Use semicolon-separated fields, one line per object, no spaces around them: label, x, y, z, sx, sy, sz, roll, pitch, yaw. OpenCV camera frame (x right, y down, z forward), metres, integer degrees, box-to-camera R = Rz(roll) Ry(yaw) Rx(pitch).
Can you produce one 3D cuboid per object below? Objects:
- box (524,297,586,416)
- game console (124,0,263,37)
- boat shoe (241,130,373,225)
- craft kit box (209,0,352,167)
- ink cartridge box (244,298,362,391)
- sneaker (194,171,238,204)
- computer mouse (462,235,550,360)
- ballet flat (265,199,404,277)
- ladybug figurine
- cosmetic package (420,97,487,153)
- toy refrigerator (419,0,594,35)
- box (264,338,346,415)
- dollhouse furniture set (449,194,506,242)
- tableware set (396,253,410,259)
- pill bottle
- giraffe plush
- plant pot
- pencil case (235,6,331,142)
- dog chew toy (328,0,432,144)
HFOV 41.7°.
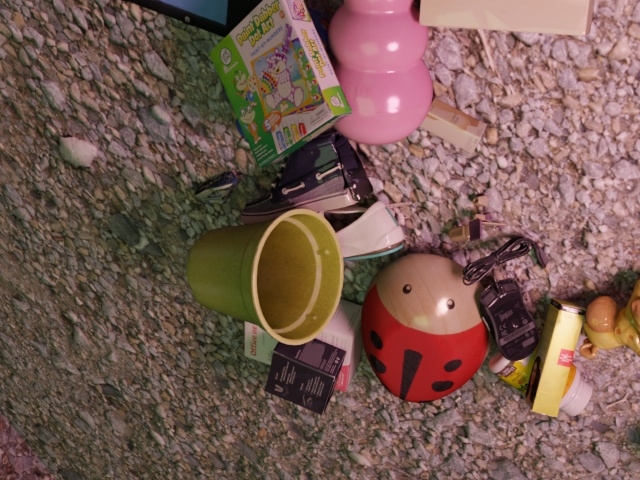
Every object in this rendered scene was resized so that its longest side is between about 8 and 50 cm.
box;0.487;0.242;1.752;0.058;0.087;0.232;14;95;0
game console;-0.238;-0.555;1.580;0.386;0.060;0.342;23;133;10
boat shoe;-0.052;-0.135;1.803;0.340;0.127;0.158;-13;103;34
craft kit box;-0.078;-0.291;1.526;0.249;0.061;0.247;-28;82;50
ink cartridge box;-0.042;0.229;2.076;0.282;0.117;0.207;17;132;14
sneaker;-0.229;-0.116;1.946;0.135;0.052;0.058;-15;128;44
computer mouse;0.407;0.113;1.754;0.184;0.060;0.262;-33;112;-5
ballet flat;0.000;0.000;1.880;0.400;0.139;0.139;-16;117;31
ladybug figurine;0.226;0.222;1.882;0.305;0.162;0.450;15;138;15
cosmetic package;0.253;-0.220;1.601;0.115;0.060;0.041;27;133;3
toy refrigerator;0.308;-0.395;1.386;0.269;0.102;0.094;9;108;21
box;-0.037;0.310;1.993;0.158;0.093;0.156;22;133;7
dollhouse furniture set;0.327;-0.038;1.746;0.081;0.091;0.114;4;170;-28
tableware set;0.234;0.088;1.888;0.154;0.024;0.104;35;139;-4
pill bottle;0.488;0.296;1.859;0.215;0.117;0.117;34;134;-2
giraffe plush;0.603;0.162;1.666;0.170;0.181;0.210;3;111;40
plant pot;-0.134;0.066;1.765;0.253;0.276;0.276;4;129;40
pencil case;-0.074;-0.305;1.647;0.119;0.133;0.306;27;133;-3
dog chew toy;0.101;-0.342;1.490;0.206;0.207;0.332;12;123;19
